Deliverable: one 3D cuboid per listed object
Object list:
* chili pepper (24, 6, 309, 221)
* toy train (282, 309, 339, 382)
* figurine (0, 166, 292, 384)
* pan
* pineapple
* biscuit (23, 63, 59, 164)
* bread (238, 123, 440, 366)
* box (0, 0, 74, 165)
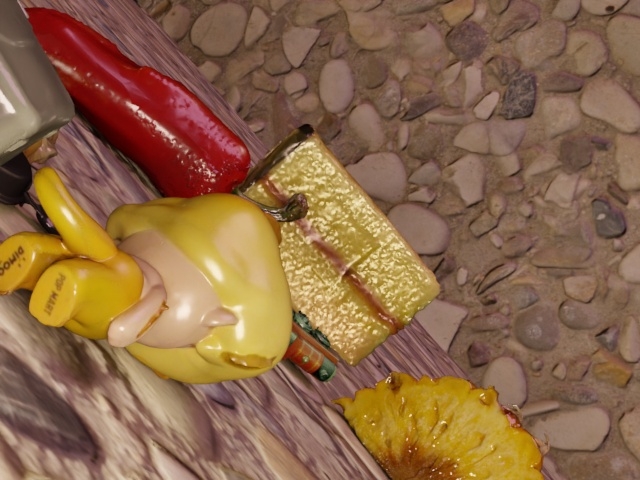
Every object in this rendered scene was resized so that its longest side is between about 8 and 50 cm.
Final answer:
[{"bbox_3d":[-0.182,-0.128,1.502,0.387,0.110,0.110,41,5,-8],"label":"chili pepper"},{"bbox_3d":[-0.023,0.099,1.349,0.103,0.044,0.064,42,9,-30],"label":"toy train"},{"bbox_3d":[-0.098,0.025,0.861,0.156,0.131,0.246,33,10,22],"label":"figurine"},{"bbox_3d":[-0.209,-0.046,0.936,0.235,0.028,0.136,44,5,-30],"label":"pan"},{"bbox_3d":[0.155,0.223,1.369,0.250,0.140,0.164,46,2,38],"label":"pineapple"},{"bbox_3d":[-0.240,-0.118,1.097,0.118,0.061,0.183,44,5,-14],"label":"biscuit"},{"bbox_3d":[0.003,0.003,1.715,0.264,0.167,0.163,50,3,-7],"label":"bread"},{"bbox_3d":[-0.202,-0.077,0.755,0.093,0.124,0.172,57,4,-7],"label":"box"}]
